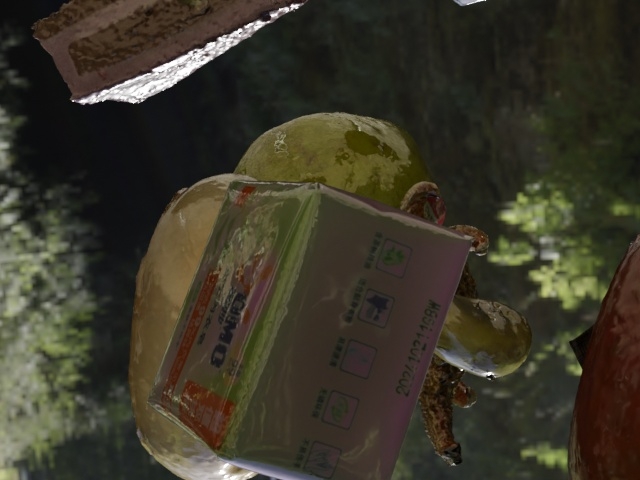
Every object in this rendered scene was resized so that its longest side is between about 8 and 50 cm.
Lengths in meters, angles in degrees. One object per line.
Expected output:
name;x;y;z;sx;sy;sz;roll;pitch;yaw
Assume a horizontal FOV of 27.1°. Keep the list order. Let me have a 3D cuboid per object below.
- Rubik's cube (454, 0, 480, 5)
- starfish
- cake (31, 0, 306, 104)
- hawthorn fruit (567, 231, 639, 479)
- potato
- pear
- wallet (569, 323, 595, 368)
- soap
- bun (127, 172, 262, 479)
Rubik's cube;0.215;-0.465;1.722;0.319;0.264;0.319;-20;-157;9
starfish;0.152;0.086;1.517;0.113;0.312;0.303;-3;-175;2
cake;-0.133;-0.234;1.340;0.295;0.116;0.113;-24;171;18
hawthorn fruit;0.301;0.100;0.814;0.295;0.311;0.295;17;175;2
potato;0.144;0.089;1.304;0.138;0.070;0.091;20;-159;-20
pear;0.000;0.000;1.750;0.287;0.375;0.287;21;163;7
wallet;0.390;0.103;1.508;0.042;0.124;0.230;1;144;-42
soap;-0.012;0.064;0.943;0.138;0.199;0.182;22;175;-23
bun;-0.060;0.090;1.249;0.164;0.299;0.299;7;-168;13
